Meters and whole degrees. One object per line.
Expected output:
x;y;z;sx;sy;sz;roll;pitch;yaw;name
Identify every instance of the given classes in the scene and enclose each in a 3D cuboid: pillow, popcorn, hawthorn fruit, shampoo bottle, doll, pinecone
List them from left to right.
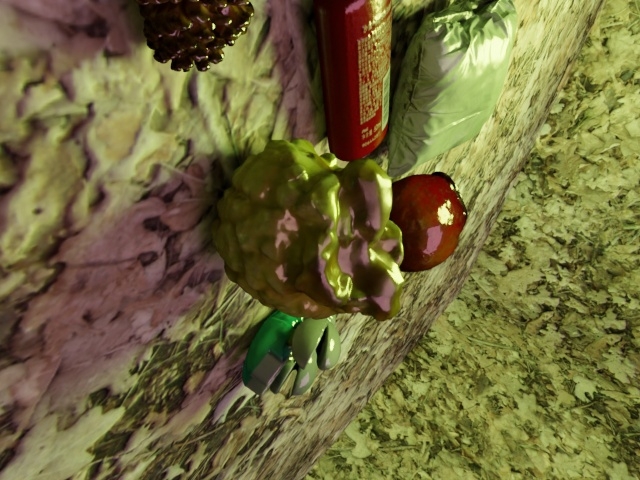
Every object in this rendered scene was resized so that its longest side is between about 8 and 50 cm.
-0.102;-0.185;0.359;0.102;0.102;0.109;-23;149;-53;pinecone
-0.030;0.174;0.852;0.258;0.153;0.195;-58;171;-13;doll
0.000;0.000;0.586;0.206;0.251;0.237;-44;157;-43;popcorn
0.044;-0.243;0.588;0.118;0.076;0.314;-47;154;-22;shampoo bottle
0.194;-0.027;0.989;0.249;0.215;0.215;-35;148;-44;hawthorn fruit
0.227;-0.274;0.826;0.283;0.138;0.310;-38;150;-29;pillow
